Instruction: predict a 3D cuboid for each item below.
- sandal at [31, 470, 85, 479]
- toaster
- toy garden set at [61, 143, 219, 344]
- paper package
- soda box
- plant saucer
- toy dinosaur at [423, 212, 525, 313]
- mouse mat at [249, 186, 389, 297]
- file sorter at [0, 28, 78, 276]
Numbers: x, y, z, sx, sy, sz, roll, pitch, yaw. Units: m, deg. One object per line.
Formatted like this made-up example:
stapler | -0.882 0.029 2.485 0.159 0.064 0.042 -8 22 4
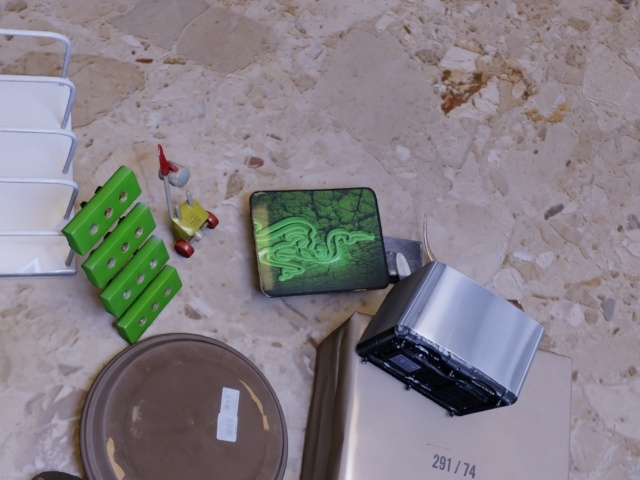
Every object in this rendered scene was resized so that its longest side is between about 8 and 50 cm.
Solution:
sandal | -0.263 0.358 1.179 0.219 0.060 0.090 33 29 -22
toaster | 0.151 0.120 1.148 0.168 0.186 0.110 31 69 -5
toy garden set | -0.225 -0.015 1.231 0.049 0.244 0.204 24 60 24
paper package | 0.149 0.278 1.287 0.325 0.168 0.309 13 70 -14
soda box | 0.060 0.024 1.396 0.169 0.053 0.060 8 71 -16
plant saucer | -0.163 0.244 1.233 0.278 0.041 0.277 12 61 -22
toy dinosaur | 0.203 0.071 1.437 0.211 0.064 0.112 36 47 -16
mouse mat | 0.000 0.000 1.349 0.190 0.007 0.152 -4 75 -18
file sorter | -0.400 -0.109 1.213 0.193 0.173 0.277 0 73 -20
